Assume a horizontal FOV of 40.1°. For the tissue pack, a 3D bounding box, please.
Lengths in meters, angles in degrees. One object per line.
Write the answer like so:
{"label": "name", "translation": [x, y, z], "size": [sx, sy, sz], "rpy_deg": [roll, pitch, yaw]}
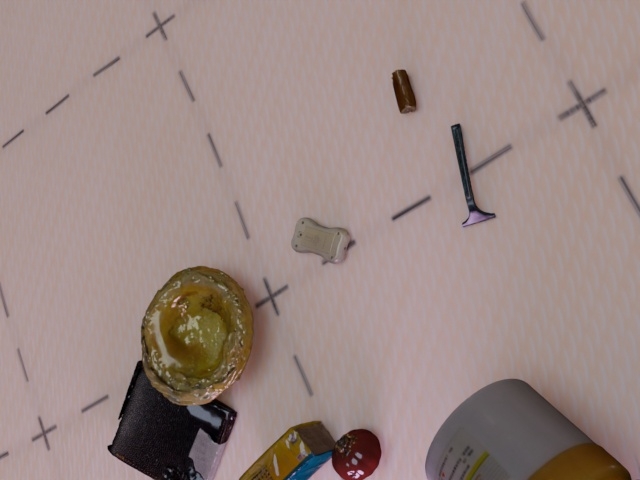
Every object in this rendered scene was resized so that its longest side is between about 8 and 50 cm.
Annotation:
{"label": "tissue pack", "translation": [-0.061, 0.425, 1.677], "size": [0.169, 0.120, 0.082], "rpy_deg": [-46, 67, 18]}

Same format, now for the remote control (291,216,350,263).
{"label": "remote control", "translation": [0.000, 0.000, 1.742], "size": [0.122, 0.032, 0.074], "rpy_deg": [19, 94, 30]}

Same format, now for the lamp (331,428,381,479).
{"label": "lamp", "translation": [0.067, 0.398, 1.627], "size": [0.101, 0.090, 0.101], "rpy_deg": [-32, 32, 24]}

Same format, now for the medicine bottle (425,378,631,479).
{"label": "medicine bottle", "translation": [0.320, 0.376, 1.375], "size": [0.232, 0.238, 0.238], "rpy_deg": [42, 105, 44]}

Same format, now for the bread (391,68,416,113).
{"label": "bread", "translation": [0.160, -0.286, 1.680], "size": [0.036, 0.047, 0.083], "rpy_deg": [-13, 78, -4]}

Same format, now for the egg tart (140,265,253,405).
{"label": "egg tart", "translation": [-0.245, 0.198, 1.803], "size": [0.288, 0.118, 0.288], "rpy_deg": [-5, 79, 23]}

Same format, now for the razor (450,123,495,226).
{"label": "razor", "translation": [0.268, -0.125, 1.605], "size": [0.066, 0.033, 0.190], "rpy_deg": [-16, 76, 26]}

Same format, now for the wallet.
{"label": "wallet", "translation": [-0.321, 0.404, 1.860], "size": [0.262, 0.071, 0.221], "rpy_deg": [24, 95, 22]}
